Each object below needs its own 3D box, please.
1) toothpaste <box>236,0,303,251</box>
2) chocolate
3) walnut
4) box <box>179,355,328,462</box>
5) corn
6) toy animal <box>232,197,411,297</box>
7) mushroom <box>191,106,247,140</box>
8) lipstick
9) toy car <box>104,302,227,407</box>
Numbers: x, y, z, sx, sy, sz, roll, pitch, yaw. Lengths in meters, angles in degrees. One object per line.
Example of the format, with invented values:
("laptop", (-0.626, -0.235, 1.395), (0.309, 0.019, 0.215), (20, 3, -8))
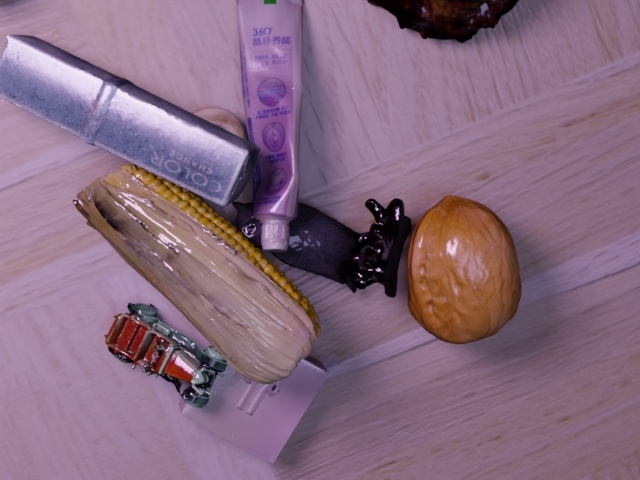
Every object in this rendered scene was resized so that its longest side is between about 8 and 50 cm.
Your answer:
("toothpaste", (-0.054, -0.137, 1.236), (0.075, 0.048, 0.300), (-3, 82, 16))
("chocolate", (0.161, -0.323, 1.207), (0.224, 0.177, 0.206), (-30, 105, -3))
("walnut", (0.168, 0.035, 1.293), (0.144, 0.144, 0.180), (-7, 98, -10))
("box", (-0.081, 0.177, 1.320), (0.130, 0.051, 0.129), (30, 94, -15))
("corn", (-0.134, 0.034, 1.217), (0.305, 0.123, 0.122), (41, 115, 5))
("toy animal", (-0.004, 0.000, 1.300), (0.210, 0.117, 0.121), (11, 61, 7))
("mushroom", (-0.122, -0.110, 1.247), (0.084, 0.067, 0.083), (-6, 105, -23))
("lipstick", (-0.207, -0.128, 1.180), (0.290, 0.076, 0.077), (27, 101, 4))
("toy car", (-0.178, 0.132, 1.266), (0.143, 0.054, 0.073), (30, 96, 17))
